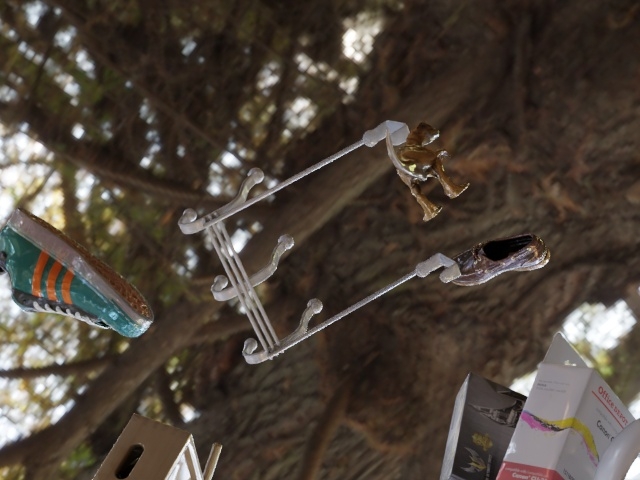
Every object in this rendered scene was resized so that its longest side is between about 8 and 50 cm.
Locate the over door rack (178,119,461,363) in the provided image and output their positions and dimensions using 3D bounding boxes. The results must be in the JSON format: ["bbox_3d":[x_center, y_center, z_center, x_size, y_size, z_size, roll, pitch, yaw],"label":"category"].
[{"bbox_3d":[0.000,0.000,1.519,0.108,0.324,0.239,-115,1,-66],"label":"over door rack"}]

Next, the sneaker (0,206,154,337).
[{"bbox_3d":[-0.372,0.074,1.635,0.302,0.121,0.108,34,-179,29],"label":"sneaker"}]

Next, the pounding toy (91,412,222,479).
[{"bbox_3d":[-0.205,0.314,1.412,0.094,0.206,0.181,16,-129,18],"label":"pounding toy"}]

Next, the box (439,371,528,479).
[{"bbox_3d":[0.259,0.291,1.474,0.183,0.056,0.231,24,-149,1],"label":"box"}]

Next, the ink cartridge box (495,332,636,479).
[{"bbox_3d":[0.264,0.208,1.165,0.115,0.067,0.198,46,-121,-37],"label":"ink cartridge box"}]

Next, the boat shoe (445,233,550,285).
[{"bbox_3d":[0.321,0.028,2.081,0.073,0.207,0.073,38,-137,-45],"label":"boat shoe"}]

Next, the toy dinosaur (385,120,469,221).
[{"bbox_3d":[0.104,-0.080,1.242,0.112,0.064,0.211,50,-162,-3],"label":"toy dinosaur"}]

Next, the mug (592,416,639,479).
[{"bbox_3d":[0.367,0.342,1.059,0.328,0.276,0.374,-4,-92,-13],"label":"mug"}]
